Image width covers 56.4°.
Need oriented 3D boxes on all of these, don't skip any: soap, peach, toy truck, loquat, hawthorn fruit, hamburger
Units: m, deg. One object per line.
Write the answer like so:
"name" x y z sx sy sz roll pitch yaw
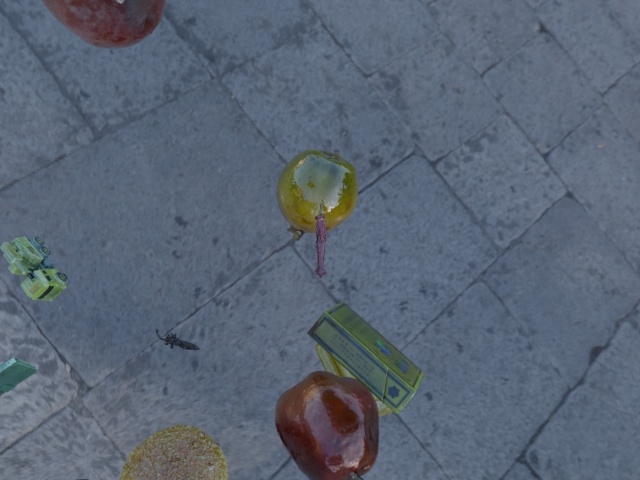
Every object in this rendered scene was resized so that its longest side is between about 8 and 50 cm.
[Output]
"soap" 0.129 0.459 2.049 0.199 0.091 0.315 4 49 -43
"peach" -0.241 -0.306 0.686 0.152 0.152 0.152 7 68 -19
"toy truck" -0.695 0.065 1.428 0.077 0.100 0.169 -40 76 12
"loquat" -0.019 -0.107 1.506 0.213 0.213 0.246 22 107 -13
"hawthorn fruit" 0.028 0.410 1.268 0.224 0.224 0.261 -2 35 -22
"hamburger" -0.390 0.647 1.604 0.302 0.170 0.302 -6 43 5

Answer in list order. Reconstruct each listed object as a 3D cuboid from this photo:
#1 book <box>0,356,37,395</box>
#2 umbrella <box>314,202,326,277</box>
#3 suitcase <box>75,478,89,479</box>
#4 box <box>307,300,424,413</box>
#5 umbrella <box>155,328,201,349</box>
"book" -0.688 0.305 1.276 0.135 0.103 0.017 -34 68 -11
"umbrella" 0.000 0.000 1.313 0.027 0.025 0.165 0 86 -8
"suitcase" -0.563 0.562 1.253 0.285 0.206 0.066 19 71 -53
"box" 0.091 0.217 1.135 0.220 0.141 0.064 39 101 11
"umbrella" -0.191 0.140 0.808 0.022 0.149 0.022 -30 110 -32
